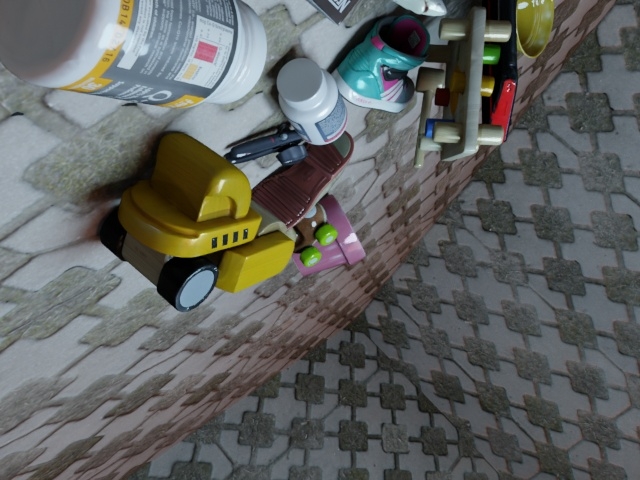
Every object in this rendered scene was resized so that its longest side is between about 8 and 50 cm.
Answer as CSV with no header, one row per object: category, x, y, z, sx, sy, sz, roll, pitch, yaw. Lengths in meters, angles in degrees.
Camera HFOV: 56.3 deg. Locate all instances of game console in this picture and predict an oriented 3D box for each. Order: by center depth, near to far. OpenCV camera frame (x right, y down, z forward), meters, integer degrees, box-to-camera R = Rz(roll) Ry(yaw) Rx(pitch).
game console,0.395,-0.438,1.303,0.342,0.060,0.386,57,34,-75

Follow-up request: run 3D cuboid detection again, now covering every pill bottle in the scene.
pill bottle,-0.183,-0.224,0.627,0.162,0.162,0.278,-51,163,21
pill bottle,-0.016,-0.251,1.079,0.108,0.108,0.180,-45,165,1

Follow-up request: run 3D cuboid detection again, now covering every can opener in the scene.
can opener,-0.099,-0.180,1.147,0.186,0.073,0.059,-17,158,-42

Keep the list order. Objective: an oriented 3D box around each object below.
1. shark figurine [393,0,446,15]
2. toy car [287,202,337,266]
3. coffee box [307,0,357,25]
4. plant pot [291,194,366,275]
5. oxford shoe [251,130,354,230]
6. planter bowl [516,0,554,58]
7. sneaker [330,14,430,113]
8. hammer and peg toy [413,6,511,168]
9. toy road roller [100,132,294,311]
shark figurine,0.105,-0.472,0.899,0.116,0.166,0.278,-67,155,-21
toy car,-0.086,-0.027,1.427,0.188,0.155,0.149,-5,139,-48
coffee box,-0.018,-0.393,0.689,0.168,0.119,0.297,-50,163,14
plant pot,0.000,0.000,1.641,0.180,0.201,0.201,-28,164,0
oxford shoe,-0.055,-0.099,1.349,0.348,0.123,0.130,-42,169,-8
planter bowl,0.512,-0.581,1.538,0.217,0.090,0.217,-17,114,-45
sneaker,0.156,-0.364,1.218,0.178,0.124,0.295,-43,166,31
hammer and peg toy,0.272,-0.283,1.203,0.361,0.127,0.266,-66,159,-86
toy road roller,-0.183,-0.051,1.015,0.329,0.202,0.240,-19,140,-54
